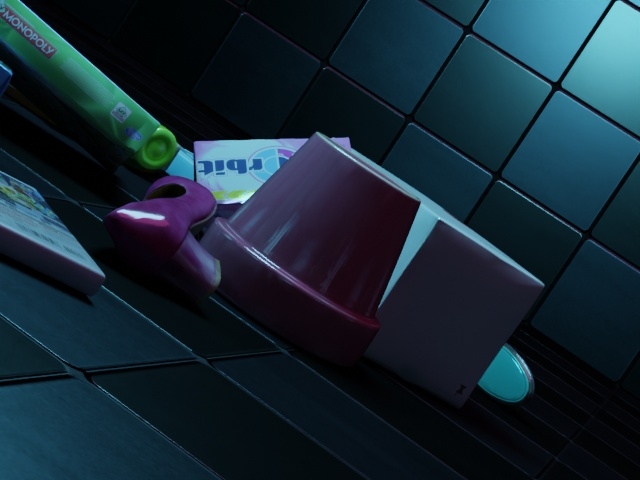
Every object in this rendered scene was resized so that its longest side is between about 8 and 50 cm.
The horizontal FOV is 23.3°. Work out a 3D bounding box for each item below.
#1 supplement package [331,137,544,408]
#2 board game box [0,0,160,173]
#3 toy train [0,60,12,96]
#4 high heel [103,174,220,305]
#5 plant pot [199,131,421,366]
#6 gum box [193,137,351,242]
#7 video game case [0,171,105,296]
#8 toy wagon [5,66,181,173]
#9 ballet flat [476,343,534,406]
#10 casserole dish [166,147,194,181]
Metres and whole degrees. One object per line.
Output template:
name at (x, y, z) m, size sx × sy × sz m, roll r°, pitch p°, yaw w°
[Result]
supplement package at (0.086, 0.032, 1.797) m, size 0.177 × 0.175 × 0.293 m, roll 31°, pitch 6°, yaw -31°
board game box at (-0.318, -0.201, 1.673) m, size 0.317 × 0.046 × 0.213 m, roll 42°, pitch -12°, yaw -9°
toy train at (-0.369, -0.179, 1.563) m, size 0.105 × 0.080 × 0.184 m, roll 40°, pitch -1°, yaw -18°
high heel at (-0.159, -0.029, 1.420) m, size 0.117 × 0.082 × 0.244 m, roll 42°, pitch 14°, yaw -24°
plant pot at (0.000, 0.000, 1.559) m, size 0.201 × 0.180 × 0.201 m, roll 34°, pitch 5°, yaw -4°
gum box at (-0.045, -0.056, 1.727) m, size 0.188 × 0.062 × 0.107 m, roll -2°, pitch 43°, yaw -6°
video game case at (-0.271, -0.039, 1.151) m, size 0.201 × 0.023 × 0.183 m, roll 29°, pitch 7°, yaw -34°
toy wagon at (-0.335, -0.197, 1.961) m, size 0.344 × 0.068 × 0.267 m, roll 28°, pitch 7°, yaw -37°
ballet flat at (0.211, 0.154, 2.034) m, size 0.203 × 0.074 × 0.074 m, roll 34°, pitch 5°, yaw 35°
casserole dish at (-0.160, -0.083, 2.140) m, size 0.188 × 0.037 × 0.114 m, roll 37°, pitch 6°, yaw 40°
